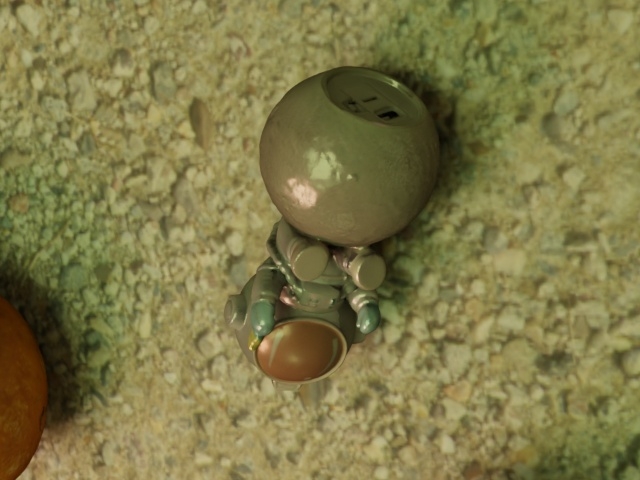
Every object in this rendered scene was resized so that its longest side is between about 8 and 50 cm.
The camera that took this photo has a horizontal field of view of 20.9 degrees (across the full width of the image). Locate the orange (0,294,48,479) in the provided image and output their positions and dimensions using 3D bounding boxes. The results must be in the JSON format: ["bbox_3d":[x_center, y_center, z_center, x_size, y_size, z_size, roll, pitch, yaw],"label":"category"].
[{"bbox_3d":[-0.380,0.148,1.639,0.246,0.246,0.246,11,110,32],"label":"orange"}]

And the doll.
[{"bbox_3d":[0.000,0.000,1.405,0.151,0.151,0.287,34,127,22],"label":"doll"}]
